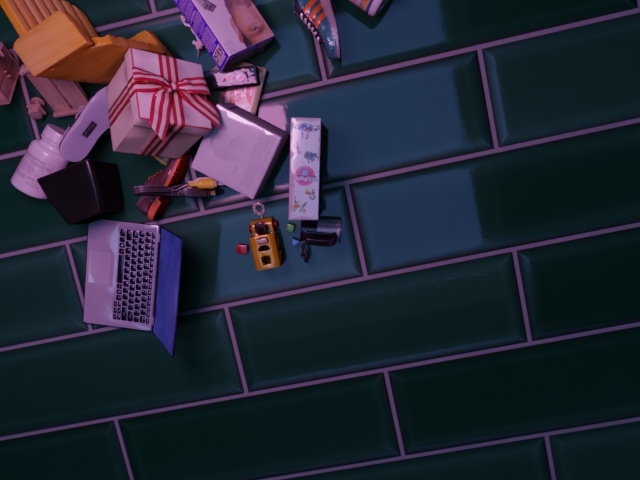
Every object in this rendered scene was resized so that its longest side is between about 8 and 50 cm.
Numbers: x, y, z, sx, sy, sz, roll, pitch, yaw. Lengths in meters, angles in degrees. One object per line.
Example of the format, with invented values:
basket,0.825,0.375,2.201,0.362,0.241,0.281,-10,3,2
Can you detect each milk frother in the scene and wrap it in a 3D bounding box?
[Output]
milk frother,0.000,0.000,1.767,0.135,0.129,0.143,4,141,4

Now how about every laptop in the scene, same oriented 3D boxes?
laptop,-0.629,0.142,1.746,0.409,0.236,0.381,7,97,3

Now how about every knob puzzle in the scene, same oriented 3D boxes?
knob puzzle,-0.289,-0.501,1.741,0.214,0.030,0.212,1,98,3

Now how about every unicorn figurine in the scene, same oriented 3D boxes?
unicorn figurine,-0.391,-0.693,1.706,0.111,0.060,0.162,43,98,-2

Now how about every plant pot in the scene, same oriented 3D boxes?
plant pot,-0.764,-0.150,1.732,0.188,0.188,0.166,-20,91,6

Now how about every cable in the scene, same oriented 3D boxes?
cable,-0.460,-0.175,1.707,0.288,0.140,0.072,0,91,-29

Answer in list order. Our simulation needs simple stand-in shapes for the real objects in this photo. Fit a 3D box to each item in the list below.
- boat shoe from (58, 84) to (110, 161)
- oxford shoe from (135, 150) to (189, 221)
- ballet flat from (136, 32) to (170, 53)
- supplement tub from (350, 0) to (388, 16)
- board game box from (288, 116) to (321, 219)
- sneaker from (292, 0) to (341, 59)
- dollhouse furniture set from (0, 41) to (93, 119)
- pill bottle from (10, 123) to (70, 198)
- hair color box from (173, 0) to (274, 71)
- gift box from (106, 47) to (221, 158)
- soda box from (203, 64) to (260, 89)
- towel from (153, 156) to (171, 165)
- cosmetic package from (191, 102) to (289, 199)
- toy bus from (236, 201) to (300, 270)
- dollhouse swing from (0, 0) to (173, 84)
boat shoe,-0.722,-0.387,1.698,0.113,0.105,0.306,35,92,-41
oxford shoe,-0.531,-0.201,1.767,0.098,0.097,0.271,33,98,6
ballet flat,-0.536,-0.625,1.729,0.168,0.057,0.052,29,89,-1
supplement tub,0.124,-0.800,1.617,0.200,0.144,0.144,35,98,-1
board game box,-0.043,-0.223,1.665,0.098,0.224,0.302,1,97,3
sneaker,-0.019,-0.702,1.664,0.121,0.108,0.301,-17,88,6
dollhouse furniture set,-0.877,-0.561,1.679,0.356,0.303,0.173,-7,59,3
pill bottle,-0.912,-0.264,1.762,0.131,0.131,0.229,33,98,-1
hair color box,-0.318,-0.719,1.636,0.185,0.110,0.338,-37,96,-28
gift box,-0.466,-0.384,1.577,0.258,0.255,0.276,-27,74,47
soda box,-0.282,-0.518,1.695,0.169,0.053,0.059,-6,98,5
towel,-0.492,-0.373,1.778,0.102,0.021,0.237,38,98,-5
cosmetic package,-0.252,-0.289,1.698,0.225,0.138,0.223,29,109,1
toy bus,-0.186,0.002,1.765,0.202,0.104,0.190,33,98,-1
dollhouse swing,-0.693,-0.642,1.562,0.316,0.347,0.304,-17,92,27
